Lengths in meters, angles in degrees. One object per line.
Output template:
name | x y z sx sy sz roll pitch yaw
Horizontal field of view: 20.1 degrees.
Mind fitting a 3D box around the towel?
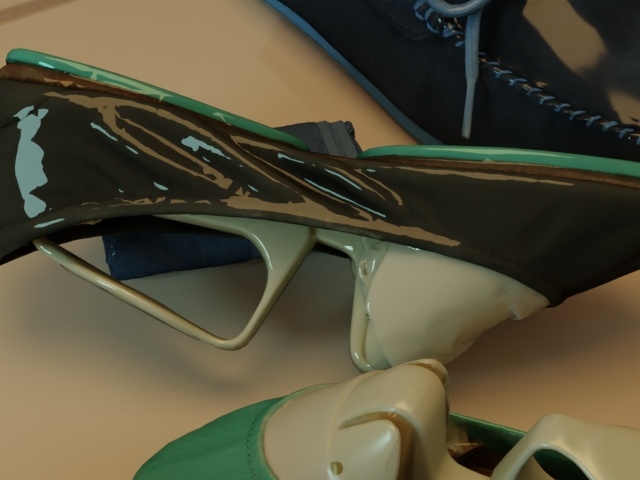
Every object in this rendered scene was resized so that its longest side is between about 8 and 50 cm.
towel | -0.036 -0.015 0.751 0.119 0.029 0.067 -9 43 -11

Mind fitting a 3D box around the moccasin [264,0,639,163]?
moccasin | 0.059 -0.122 0.804 0.342 0.117 0.137 32 51 32

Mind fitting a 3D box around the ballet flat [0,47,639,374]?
ballet flat | 0.000 0.000 0.682 0.280 0.095 0.096 10 83 6

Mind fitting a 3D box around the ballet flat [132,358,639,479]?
ballet flat | 0.054 0.082 0.594 0.247 0.087 0.083 13 38 15
